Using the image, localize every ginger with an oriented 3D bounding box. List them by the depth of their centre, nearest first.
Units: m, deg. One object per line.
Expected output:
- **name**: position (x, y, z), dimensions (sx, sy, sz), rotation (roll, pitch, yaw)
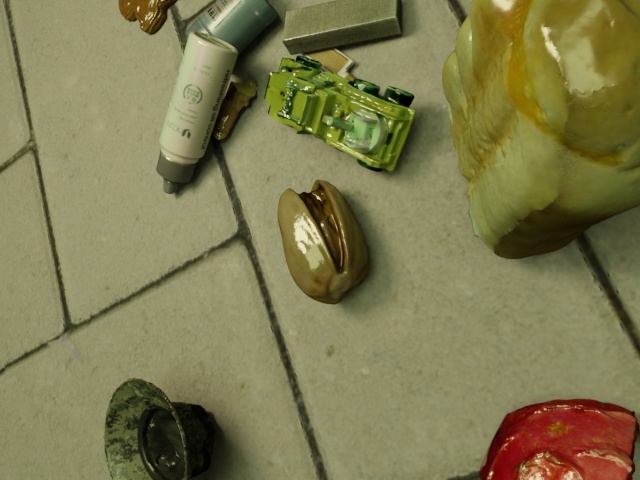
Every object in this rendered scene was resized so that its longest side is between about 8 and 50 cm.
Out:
- **ginger**: position (-0.172, -0.260, 0.941), dimensions (0.057, 0.044, 0.137), rotation (34, 101, -2)

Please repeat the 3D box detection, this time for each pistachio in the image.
- **pistachio**: position (0.000, 0.000, 0.784), dimensions (0.130, 0.131, 0.206), rotation (-11, 66, -22)

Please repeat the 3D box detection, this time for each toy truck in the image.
- **toy truck**: position (0.010, -0.212, 0.778), dimensions (0.259, 0.135, 0.128), rotation (35, 119, 30)

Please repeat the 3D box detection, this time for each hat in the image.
- **hat**: position (-0.258, 0.353, 0.845), dimensions (0.266, 0.128, 0.265), rotation (-1, 88, 39)

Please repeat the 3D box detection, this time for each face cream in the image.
- **face cream**: position (-0.247, -0.224, 0.917), dimensions (0.092, 0.092, 0.311), rotation (40, 118, 25)

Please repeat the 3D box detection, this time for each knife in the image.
- **knife**: position (0.039, -0.300, 0.856), dimensions (0.046, 0.022, 0.256), rotation (-48, 62, 7)

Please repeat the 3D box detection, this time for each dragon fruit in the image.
- **dragon fruit**: position (0.275, 0.310, 0.596), dimensions (0.189, 0.163, 0.261), rotation (23, 94, 54)

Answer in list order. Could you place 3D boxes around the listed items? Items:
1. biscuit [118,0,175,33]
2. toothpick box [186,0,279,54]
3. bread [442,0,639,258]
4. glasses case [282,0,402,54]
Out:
- **biscuit**: position (-0.386, -0.607, 1.096), dimensions (0.208, 0.041, 0.290), rotation (-8, 79, 26)
- **toothpick box**: position (-0.167, -0.414, 0.928), dimensions (0.153, 0.101, 0.101), rotation (-39, 68, 14)
- **bread**: position (0.282, -0.161, 0.554), dimensions (0.210, 0.341, 0.300), rotation (-14, 72, 0)
- **glasses case**: position (0.037, -0.376, 0.844), dimensions (0.205, 0.047, 0.070), rotation (-3, 70, 21)
